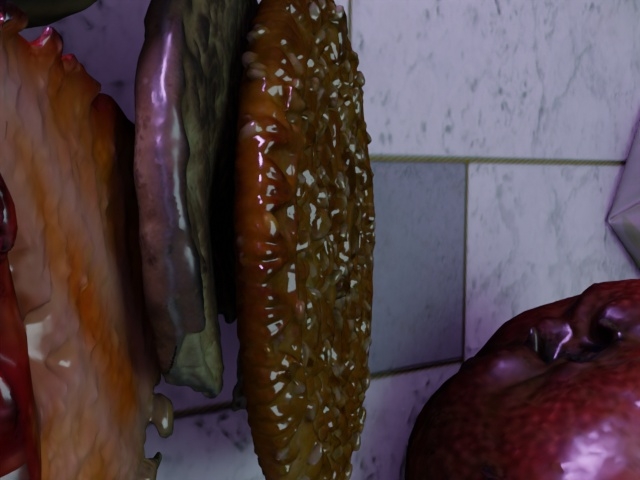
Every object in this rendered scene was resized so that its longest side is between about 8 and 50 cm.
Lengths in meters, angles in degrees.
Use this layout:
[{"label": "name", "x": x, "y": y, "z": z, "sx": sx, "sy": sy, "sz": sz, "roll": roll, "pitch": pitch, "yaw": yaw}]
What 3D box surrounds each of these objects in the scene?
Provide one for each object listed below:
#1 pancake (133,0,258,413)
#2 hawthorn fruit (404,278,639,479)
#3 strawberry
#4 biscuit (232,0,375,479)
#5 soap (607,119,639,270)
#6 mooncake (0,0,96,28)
[{"label": "pancake", "x": -0.049, "y": -0.022, "z": 0.774, "sx": 0.288, "sy": 0.033, "sz": 0.286, "roll": -78, "pitch": 165, "yaw": -60}, {"label": "hawthorn fruit", "x": 0.234, "y": 0.205, "z": 1.035, "sx": 0.369, "sy": 0.284, "sz": 0.285, "roll": 51, "pitch": 50, "yaw": -13}, {"label": "strawberry", "x": -0.155, "y": 0.056, "z": 0.610, "sx": 0.280, "sy": 0.150, "sz": 0.253, "roll": 58, "pitch": 34, "yaw": -73}, {"label": "biscuit", "x": 0.000, "y": 0.000, "z": 0.834, "sx": 0.305, "sy": 0.038, "sz": 0.305, "roll": -1, "pitch": 90, "yaw": -80}, {"label": "soap", "x": 0.380, "y": -0.015, "z": 1.319, "sx": 0.199, "sy": 0.182, "sz": 0.138, "roll": 48, "pitch": 56, "yaw": -42}, {"label": "mooncake", "x": -0.169, "y": -0.214, "z": 0.600, "sx": 0.290, "sy": 0.161, "sz": 0.290, "roll": -8, "pitch": 100, "yaw": -50}]
